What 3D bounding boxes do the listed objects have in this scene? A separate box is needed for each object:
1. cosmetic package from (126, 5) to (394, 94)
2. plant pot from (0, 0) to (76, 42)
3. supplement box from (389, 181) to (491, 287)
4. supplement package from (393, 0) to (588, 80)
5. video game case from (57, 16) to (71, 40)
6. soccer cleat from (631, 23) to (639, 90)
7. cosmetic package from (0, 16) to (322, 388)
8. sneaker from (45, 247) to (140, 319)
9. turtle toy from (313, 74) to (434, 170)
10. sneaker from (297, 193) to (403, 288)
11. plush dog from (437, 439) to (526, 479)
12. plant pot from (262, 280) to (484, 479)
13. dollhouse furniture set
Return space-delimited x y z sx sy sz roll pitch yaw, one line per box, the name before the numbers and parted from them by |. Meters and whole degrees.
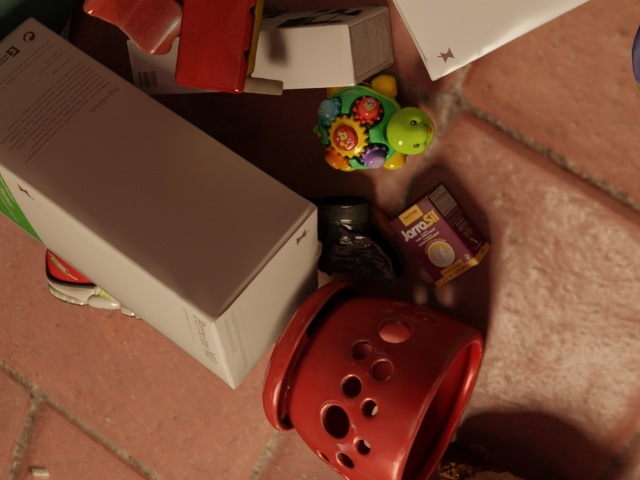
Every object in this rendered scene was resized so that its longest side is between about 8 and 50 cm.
cosmetic package | -0.059 -0.183 0.909 0.239 0.099 0.060 2 111 26
plant pot | -0.425 -0.304 0.939 0.293 0.235 0.293 7 107 23
supplement box | 0.118 -0.005 0.929 0.055 0.043 0.083 -38 91 36
supplement package | 0.132 -0.295 0.728 0.204 0.145 0.262 -24 100 34
video game case | -0.397 -0.214 1.101 0.227 0.026 0.206 23 114 18
soccer cleat | 0.388 -0.131 0.721 0.289 0.093 0.121 9 147 19
cosmetic package | -0.185 -0.038 0.947 0.365 0.155 0.197 35 159 18
sneaker | -0.206 0.020 1.079 0.279 0.107 0.118 4 105 23
turtle toy | 0.049 -0.107 0.905 0.130 0.066 0.095 1 112 28
sneaker | 0.001 -0.001 0.988 0.170 0.051 0.089 3 110 24
plush dog | 0.150 0.332 0.961 0.262 0.210 0.225 46 106 29
plant pot | 0.048 0.142 0.947 0.174 0.191 0.191 24 121 20
dollhouse furniture set | -0.127 -0.320 0.784 0.201 0.152 0.374 11 98 23
